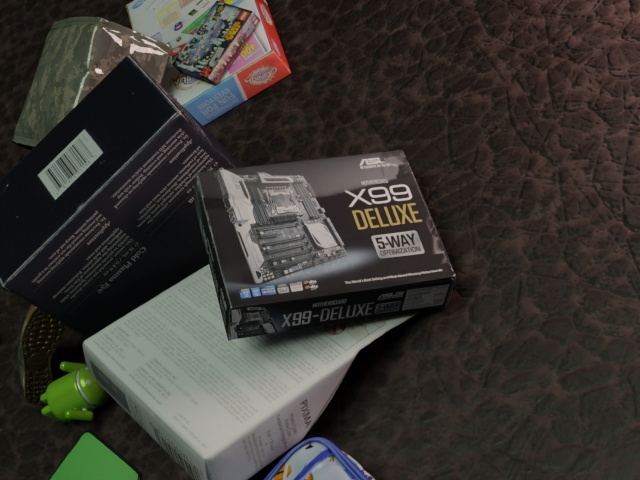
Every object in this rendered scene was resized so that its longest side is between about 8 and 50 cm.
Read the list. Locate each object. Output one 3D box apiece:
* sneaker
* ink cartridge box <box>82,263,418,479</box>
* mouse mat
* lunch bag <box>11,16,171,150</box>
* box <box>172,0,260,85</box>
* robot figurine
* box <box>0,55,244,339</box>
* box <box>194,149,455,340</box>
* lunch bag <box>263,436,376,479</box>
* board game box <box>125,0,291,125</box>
[{"bbox_3d":[-0.443,0.156,1.887,0.086,0.064,0.192,-126,41,-53],"label":"sneaker"},{"bbox_3d":[-0.088,0.145,1.682,0.385,0.091,0.308,-31,43,-26],"label":"ink cartridge box"},{"bbox_3d":[-0.359,0.388,1.781,0.152,0.007,0.190,29,79,40],"label":"mouse mat"},{"bbox_3d":[-0.404,-0.248,2.055,0.287,0.169,0.235,16,89,53],"label":"lunch bag"},{"bbox_3d":[-0.173,-0.327,1.998,0.094,0.027,0.137,24,77,38],"label":"box"},{"bbox_3d":[-0.370,0.233,1.841,0.115,0.067,0.101,-27,49,15],"label":"robot figurine"},{"bbox_3d":[-0.279,-0.031,1.784,0.343,0.312,0.179,-44,49,1],"label":"box"},{"bbox_3d":[0.000,0.000,1.644,0.307,0.077,0.242,-7,51,-14],"label":"box"},{"bbox_3d":[-0.033,0.409,1.497,0.303,0.115,0.243,-47,47,-2],"label":"lunch bag"},{"bbox_3d":[-0.201,-0.351,2.092,0.242,0.064,0.317,-29,51,14],"label":"board game box"}]
